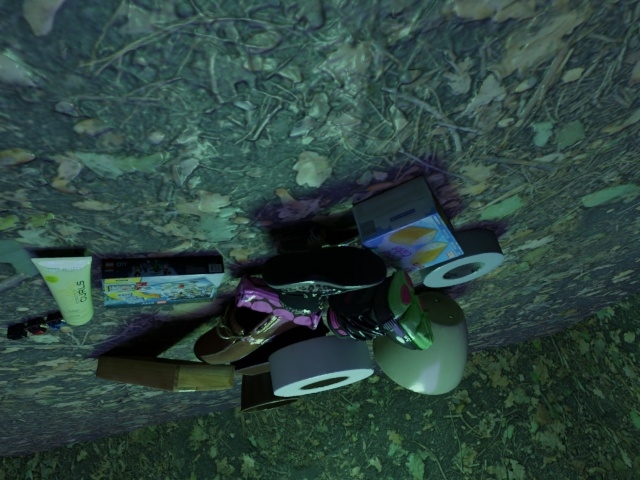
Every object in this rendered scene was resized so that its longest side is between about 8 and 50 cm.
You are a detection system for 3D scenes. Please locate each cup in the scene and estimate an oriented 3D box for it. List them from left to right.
[{"bbox_3d":[0.369,0.315,1.481,0.331,0.331,0.236,-2,126,-23],"label":"cup"}]

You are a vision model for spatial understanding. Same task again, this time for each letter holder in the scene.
[{"bbox_3d":[-0.118,0.321,1.389,0.302,0.151,0.214,-15,157,5],"label":"letter holder"}]

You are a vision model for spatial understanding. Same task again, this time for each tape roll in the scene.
[{"bbox_3d":[0.000,0.353,1.211,0.286,0.100,0.286,-11,155,-5],"label":"tape roll"},{"bbox_3d":[0.373,0.052,1.163,0.219,0.072,0.219,-12,155,-6],"label":"tape roll"}]

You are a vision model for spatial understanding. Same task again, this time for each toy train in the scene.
[{"bbox_3d":[-0.658,0.202,1.005,0.158,0.036,0.027,-17,155,6],"label":"toy train"}]

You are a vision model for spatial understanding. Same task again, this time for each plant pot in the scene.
[{"bbox_3d":[-0.204,0.501,1.618,0.216,0.230,0.215,-11,155,-5],"label":"plant pot"}]

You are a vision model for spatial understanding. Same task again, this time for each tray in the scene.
[{"bbox_3d":[-0.475,0.398,1.304,0.411,0.076,0.203,-7,163,37],"label":"tray"}]

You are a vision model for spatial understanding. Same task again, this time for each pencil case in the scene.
[{"bbox_3d":[-0.096,0.141,1.013,0.209,0.095,0.098,16,180,-6],"label":"pencil case"}]

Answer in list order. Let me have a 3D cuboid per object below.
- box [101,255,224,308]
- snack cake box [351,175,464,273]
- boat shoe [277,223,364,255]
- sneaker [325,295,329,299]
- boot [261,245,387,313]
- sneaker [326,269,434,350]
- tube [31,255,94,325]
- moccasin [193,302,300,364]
[{"bbox_3d":[-0.337,0.090,0.924,0.233,0.044,0.159,-1,152,-25],"label":"box"},{"bbox_3d":[0.191,-0.018,0.910,0.152,0.089,0.264,-24,153,20],"label":"snack cake box"},{"bbox_3d":[0.000,0.000,0.894,0.183,0.066,0.066,-6,134,-4],"label":"boat shoe"},{"bbox_3d":[0.056,0.167,1.288,0.057,0.047,0.119,-16,155,42],"label":"sneaker"},{"bbox_3d":[0.011,0.088,0.886,0.237,0.085,0.178,-3,152,2],"label":"boot"},{"bbox_3d":[0.122,0.181,1.022,0.202,0.185,0.483,-23,175,-6],"label":"sneaker"},{"bbox_3d":[-0.491,0.095,0.848,0.070,0.062,0.240,-46,171,-39],"label":"tube"},{"bbox_3d":[-0.198,0.221,1.158,0.380,0.139,0.147,-26,130,24],"label":"moccasin"}]
